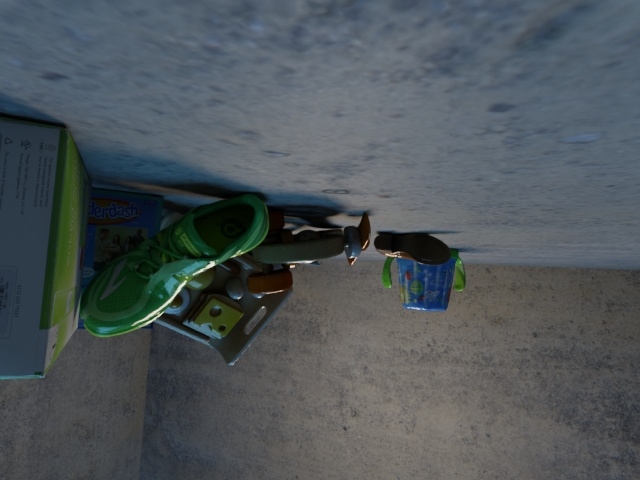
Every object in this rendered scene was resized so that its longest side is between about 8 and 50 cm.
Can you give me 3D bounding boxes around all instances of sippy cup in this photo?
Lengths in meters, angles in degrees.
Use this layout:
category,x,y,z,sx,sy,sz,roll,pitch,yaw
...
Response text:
category,x,y,z,sx,sy,sz,roll,pitch,yaw
sippy cup,0.387,0.143,1.504,0.304,0.225,0.240,2,175,13

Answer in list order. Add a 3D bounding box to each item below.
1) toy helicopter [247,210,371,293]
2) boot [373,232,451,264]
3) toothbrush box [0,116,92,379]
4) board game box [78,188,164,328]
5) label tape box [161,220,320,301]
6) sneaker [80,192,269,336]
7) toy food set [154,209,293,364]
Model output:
category,x,y,z,sx,sy,sz,roll,pitch,yaw
toy helicopter,0.000,0.000,0.831,0.234,0.140,0.355,-7,-176,13
boot,0.241,0.021,1.059,0.196,0.073,0.152,14,178,19
toothbrush box,-0.323,0.010,0.426,0.122,0.207,0.283,5,174,-27
board game box,-0.335,0.028,0.628,0.159,0.211,0.047,6,176,-23
label tape box,-0.208,0.050,0.976,0.347,0.115,0.249,6,-164,-23
sneaker,-0.201,0.015,0.571,0.295,0.109,0.123,-37,173,-22
toy food set,-0.230,0.108,0.788,0.306,0.220,0.092,37,-175,-32
